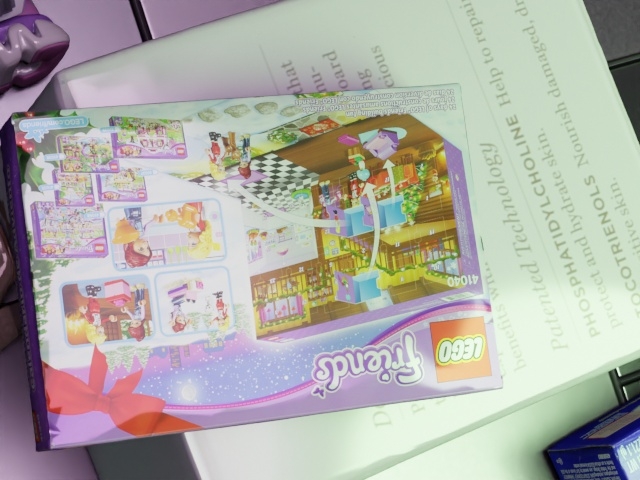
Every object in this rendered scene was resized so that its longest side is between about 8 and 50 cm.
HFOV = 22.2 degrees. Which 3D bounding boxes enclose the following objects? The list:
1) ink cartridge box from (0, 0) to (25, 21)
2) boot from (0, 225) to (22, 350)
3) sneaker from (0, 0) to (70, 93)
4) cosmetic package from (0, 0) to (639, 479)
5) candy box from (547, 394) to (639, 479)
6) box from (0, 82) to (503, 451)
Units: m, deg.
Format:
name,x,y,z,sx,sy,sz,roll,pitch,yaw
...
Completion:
name,x,y,z,sx,sy,sz,roll,pitch,yaw
ink cartridge box,-0.319,-0.238,1.265,0.208,0.045,0.206,-25,60,-20
boot,-0.281,0.039,1.283,0.087,0.042,0.118,-21,88,-20
sneaker,-0.321,-0.152,1.279,0.236,0.095,0.104,-23,83,-27
cosmetic package,0.000,0.000,1.239,0.394,0.329,0.327,-21,89,-21
candy box,0.396,0.268,1.451,0.268,0.122,0.317,-26,92,-23
box,-0.041,0.013,1.013,0.293,0.057,0.200,-5,83,-19
